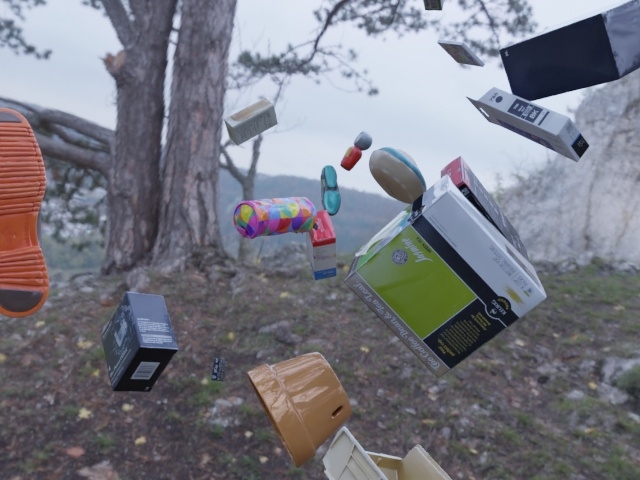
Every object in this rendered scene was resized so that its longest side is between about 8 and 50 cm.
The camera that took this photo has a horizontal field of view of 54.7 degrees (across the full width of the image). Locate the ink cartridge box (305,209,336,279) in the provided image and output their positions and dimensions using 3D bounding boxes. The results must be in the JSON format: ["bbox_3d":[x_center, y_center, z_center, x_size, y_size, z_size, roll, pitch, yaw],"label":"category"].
[{"bbox_3d":[0.000,0.000,1.992,0.078,0.231,0.134,-10,47,-8],"label":"ink cartridge box"}]

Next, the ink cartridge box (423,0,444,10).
[{"bbox_3d":[0.388,-0.876,2.035,0.062,0.209,0.109,11,-15,20],"label":"ink cartridge box"}]

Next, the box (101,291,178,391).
[{"bbox_3d":[-0.403,0.225,1.368,0.093,0.156,0.158,13,35,-39],"label":"box"}]

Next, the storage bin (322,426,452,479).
[{"bbox_3d":[0.176,0.570,1.448,0.262,0.123,0.260,24,8,-33],"label":"storage bin"}]

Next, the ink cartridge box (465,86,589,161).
[{"bbox_3d":[0.570,-0.335,1.719,0.165,0.065,0.333,27,9,-46],"label":"ink cartridge box"}]

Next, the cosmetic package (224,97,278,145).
[{"bbox_3d":[-0.160,-0.275,1.431,0.041,0.115,0.060,46,-22,35],"label":"cosmetic package"}]

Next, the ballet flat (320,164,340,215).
[{"bbox_3d":[0.030,-0.160,2.076,0.070,0.188,0.070,1,-22,0],"label":"ballet flat"}]

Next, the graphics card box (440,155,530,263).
[{"bbox_3d":[0.508,-0.063,1.914,0.371,0.094,0.233,49,24,-15],"label":"graphics card box"}]

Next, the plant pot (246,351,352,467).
[{"bbox_3d":[-0.049,0.441,1.704,0.203,0.290,0.291,-28,19,-15],"label":"plant pot"}]

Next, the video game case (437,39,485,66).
[{"bbox_3d":[0.353,-0.473,1.562,0.087,0.011,0.122,34,5,-27],"label":"video game case"}]

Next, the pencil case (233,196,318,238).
[{"bbox_3d":[-0.111,-0.056,1.580,0.104,0.104,0.236,21,17,38],"label":"pencil case"}]

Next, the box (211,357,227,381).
[{"bbox_3d":[-0.306,0.392,1.876,0.018,0.067,0.083,4,-13,9],"label":"box"}]

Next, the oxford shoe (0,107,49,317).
[{"bbox_3d":[-0.561,-0.048,1.100,0.130,0.363,0.133,-2,-1,-29],"label":"oxford shoe"}]

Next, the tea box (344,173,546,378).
[{"bbox_3d":[0.289,0.081,1.474,0.329,0.323,0.220,47,18,-5],"label":"tea box"}]

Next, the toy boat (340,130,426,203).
[{"bbox_3d":[0.215,-0.259,2.068,0.318,0.148,0.267,30,-8,32],"label":"toy boat"}]

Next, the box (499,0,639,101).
[{"bbox_3d":[0.754,-0.545,1.755,0.313,0.178,0.343,-28,13,-27],"label":"box"}]
